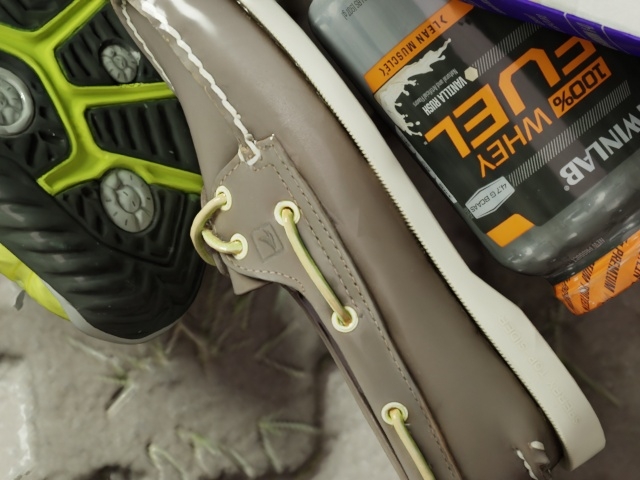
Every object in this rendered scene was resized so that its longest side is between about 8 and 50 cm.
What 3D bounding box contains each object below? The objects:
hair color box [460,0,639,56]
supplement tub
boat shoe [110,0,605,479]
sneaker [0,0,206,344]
[{"bbox_3d":[0.014,-0.209,0.690,0.339,0.110,0.185,20,96,16],"label":"hair color box"},{"bbox_3d":[0.093,-0.066,0.795,0.117,0.117,0.190,-40,89,14],"label":"supplement tub"},{"bbox_3d":[0.000,0.000,0.818,0.097,0.116,0.324,-39,95,-7],"label":"boat shoe"},{"bbox_3d":[-0.214,-0.088,0.863,0.385,0.145,0.147,44,134,0],"label":"sneaker"}]
